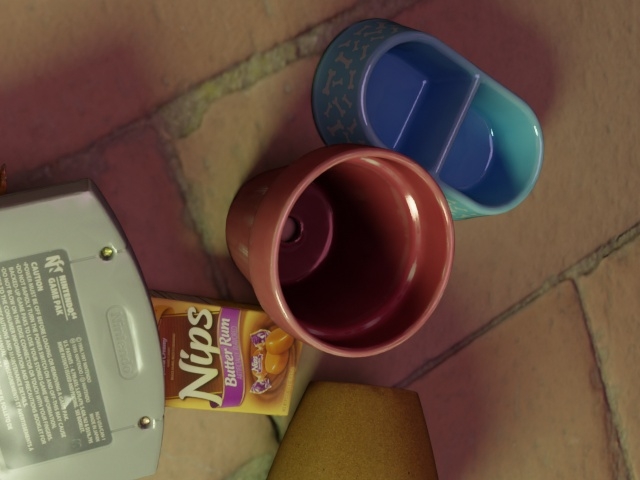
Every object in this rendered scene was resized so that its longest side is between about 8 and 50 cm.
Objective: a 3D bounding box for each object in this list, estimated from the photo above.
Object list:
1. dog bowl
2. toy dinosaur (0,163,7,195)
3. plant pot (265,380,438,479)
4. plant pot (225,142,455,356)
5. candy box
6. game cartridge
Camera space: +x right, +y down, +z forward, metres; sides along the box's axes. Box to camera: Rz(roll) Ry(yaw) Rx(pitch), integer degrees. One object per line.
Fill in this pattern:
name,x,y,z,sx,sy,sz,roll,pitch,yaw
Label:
dog bowl,0.131,-0.127,1.140,0.297,0.074,0.166,28,84,-31
toy dinosaur,-0.335,-0.037,0.906,0.112,0.064,0.211,1,110,-18
plant pot,0.032,0.280,1.082,0.237,0.237,0.254,12,79,-31
plant pot,0.000,0.000,1.023,0.201,0.180,0.201,-6,101,-30
candy box,-0.112,0.115,1.053,0.187,0.053,0.109,10,95,-29
game cartridge,-0.243,0.096,0.922,0.196,0.060,0.294,-11,113,-8
